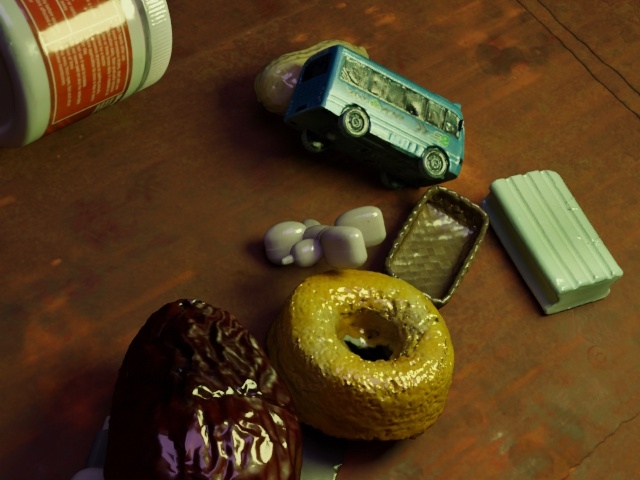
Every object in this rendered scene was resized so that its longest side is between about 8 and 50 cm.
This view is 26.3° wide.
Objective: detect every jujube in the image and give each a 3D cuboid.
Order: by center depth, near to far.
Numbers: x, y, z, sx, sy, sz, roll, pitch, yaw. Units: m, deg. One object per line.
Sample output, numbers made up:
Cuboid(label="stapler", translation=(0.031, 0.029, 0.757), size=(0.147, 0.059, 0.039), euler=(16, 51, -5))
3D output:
Cuboid(label="jujube", translation=(-0.138, 0.202, 1.528), size=(0.216, 0.216, 0.342), euler=(7, 34, -14))

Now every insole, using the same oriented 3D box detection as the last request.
Cuboid(label="insole", translation=(0.021, 0.188, 1.746), size=(0.111, 0.007, 0.327), euler=(24, 51, 1))

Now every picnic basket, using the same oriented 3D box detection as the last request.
Cuboid(label="picnic basket", translation=(0.155, 0.015, 1.887), size=(0.110, 0.055, 0.193), euler=(31, 51, 4))

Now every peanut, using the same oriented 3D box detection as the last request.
Cuboid(label="peanut", translation=(-0.007, -0.235, 1.987), size=(0.214, 0.098, 0.090), euler=(-26, 40, -38))

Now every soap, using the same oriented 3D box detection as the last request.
Cuboid(label="soap", translation=(0.326, -0.002, 1.950), size=(0.119, 0.066, 0.198), euler=(-13, 60, -28))

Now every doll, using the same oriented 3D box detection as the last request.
Cuboid(label="doll", translation=(0.000, 0.000, 1.799), size=(0.160, 0.059, 0.161), euler=(-9, 16, 19))

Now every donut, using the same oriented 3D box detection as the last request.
Cuboid(label="donut", translation=(0.051, 0.141, 1.723), size=(0.254, 0.118, 0.253), euler=(8, 38, -6))

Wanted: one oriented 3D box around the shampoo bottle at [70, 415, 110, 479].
Cuboid(label="shampoo bottle", translation=(-0.247, 0.281, 1.544), size=(0.074, 0.074, 0.192), euler=(19, 46, -5))

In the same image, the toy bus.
Cuboid(label="toy bus", translation=(0.083, -0.167, 1.906), size=(0.246, 0.113, 0.134), euler=(23, 71, -26))

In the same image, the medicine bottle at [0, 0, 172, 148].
Cuboid(label="medicine bottle", translation=(-0.362, -0.275, 1.798), size=(0.241, 0.252, 0.252), euler=(-30, 69, -33))
